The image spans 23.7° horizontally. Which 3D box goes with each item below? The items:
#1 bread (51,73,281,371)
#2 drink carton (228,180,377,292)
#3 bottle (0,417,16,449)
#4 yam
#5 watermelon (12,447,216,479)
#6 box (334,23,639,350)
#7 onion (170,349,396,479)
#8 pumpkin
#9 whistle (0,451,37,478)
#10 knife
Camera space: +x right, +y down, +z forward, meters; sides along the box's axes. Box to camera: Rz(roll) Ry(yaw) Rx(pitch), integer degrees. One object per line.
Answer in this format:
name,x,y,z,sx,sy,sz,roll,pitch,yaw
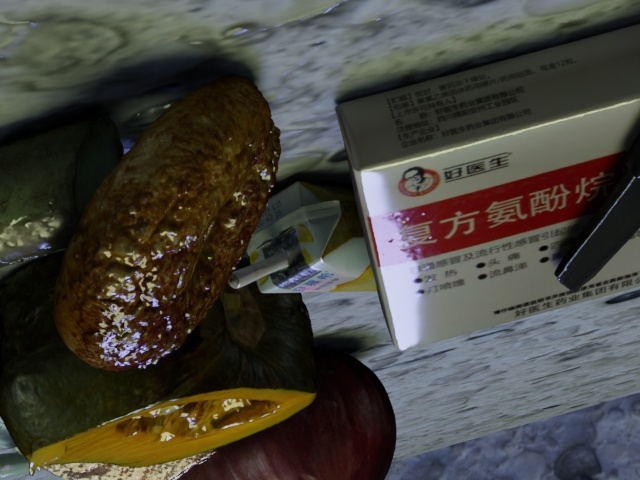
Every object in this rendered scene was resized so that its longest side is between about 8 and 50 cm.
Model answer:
bread,-0.078,-0.005,0.847,0.193,0.064,0.193,-54,170,-14
drink carton,0.000,0.000,1.083,0.084,0.074,0.200,-28,160,38
bottle,-0.285,0.119,1.262,0.096,0.079,0.253,-52,169,-8
yam,-0.177,-0.019,0.845,0.146,0.069,0.070,-17,166,11
watermelon,-0.209,0.163,1.499,0.231,0.128,0.146,-33,133,14
box,0.199,-0.047,0.987,0.353,0.069,0.214,-16,144,0
onion,-0.051,0.284,1.727,0.348,0.285,0.347,-24,165,-7
pumpkin,-0.140,0.098,1.211,0.222,0.139,0.317,-23,167,20
whistle,-0.412,0.250,1.598,0.253,0.105,0.102,-5,-156,-36
knife,0.200,-0.032,0.940,0.060,0.028,0.230,-10,147,-27
